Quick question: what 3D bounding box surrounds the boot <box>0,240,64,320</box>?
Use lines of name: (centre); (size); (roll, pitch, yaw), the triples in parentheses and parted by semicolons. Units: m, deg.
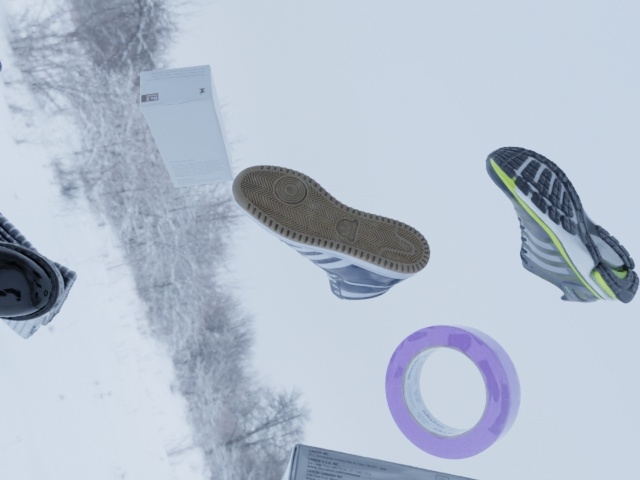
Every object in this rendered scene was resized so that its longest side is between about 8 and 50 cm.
boot: (-0.615, 0.055, 0.855); (0.260, 0.348, 0.131); (-141, -111, -85)

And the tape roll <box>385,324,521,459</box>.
tape roll: (0.280, 0.320, 1.187); (0.090, 0.275, 0.274); (12, 50, -56)

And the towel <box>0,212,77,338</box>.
towel: (-0.683, 0.080, 1.235); (0.235, 0.121, 0.284); (48, -41, -5)

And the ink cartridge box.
ink cartridge box: (0.075, 0.363, 0.703); (0.060, 0.275, 0.238); (-81, -174, -45)

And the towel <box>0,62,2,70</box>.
towel: (-0.669, -0.388, 0.882); (0.076, 0.228, 0.308); (-55, 132, -55)

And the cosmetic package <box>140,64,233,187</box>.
cosmetic package: (-0.227, -0.192, 0.965); (0.231, 0.118, 0.085); (92, -10, -61)

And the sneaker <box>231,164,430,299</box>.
sneaker: (0.000, 0.000, 0.793); (0.153, 0.283, 0.099); (120, -7, -64)

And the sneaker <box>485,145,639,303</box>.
sneaker: (0.343, -0.011, 0.845); (0.300, 0.111, 0.121); (51, -37, -3)
